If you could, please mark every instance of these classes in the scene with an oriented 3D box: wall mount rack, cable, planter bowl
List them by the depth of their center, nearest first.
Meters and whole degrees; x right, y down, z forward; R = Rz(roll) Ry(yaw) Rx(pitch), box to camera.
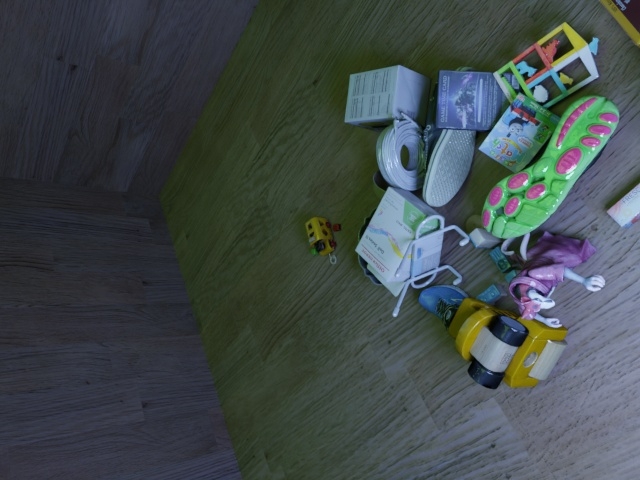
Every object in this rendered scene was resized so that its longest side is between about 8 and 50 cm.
[{"bbox_3d":[0.348,0.094,1.652,0.130,0.304,0.350,54,159,42],"label":"wall mount rack"},{"bbox_3d":[0.318,-0.316,1.824,0.089,0.257,0.257,4,74,54],"label":"cable"},{"bbox_3d":[0.281,-0.199,1.949,0.162,0.162,0.109,57,153,35],"label":"planter bowl"}]

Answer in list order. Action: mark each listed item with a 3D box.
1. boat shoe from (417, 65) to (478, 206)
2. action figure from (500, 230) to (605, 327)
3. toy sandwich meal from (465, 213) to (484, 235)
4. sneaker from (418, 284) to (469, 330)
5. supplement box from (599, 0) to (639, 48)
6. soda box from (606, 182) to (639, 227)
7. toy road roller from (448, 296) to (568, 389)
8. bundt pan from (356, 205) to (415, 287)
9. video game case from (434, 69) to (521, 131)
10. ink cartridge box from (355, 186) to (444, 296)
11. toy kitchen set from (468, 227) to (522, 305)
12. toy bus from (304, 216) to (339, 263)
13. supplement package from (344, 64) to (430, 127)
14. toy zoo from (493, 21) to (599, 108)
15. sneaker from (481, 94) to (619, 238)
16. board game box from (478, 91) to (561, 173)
[{"bbox_3d":[0.445,-0.366,1.749,0.156,0.186,0.501,12,90,54],"label":"boat shoe"},{"bbox_3d":[0.613,0.083,1.361,0.275,0.370,0.248,41,133,20],"label":"action figure"},{"bbox_3d":[0.547,-0.050,1.712,0.085,0.029,0.086,-14,71,47],"label":"toy sandwich meal"},{"bbox_3d":[0.465,0.239,1.688,0.330,0.147,0.130,21,102,49],"label":"sneaker"},{"bbox_3d":[0.895,-0.630,1.288,0.194,0.129,0.191,-41,58,38],"label":"supplement box"},{"bbox_3d":[0.875,-0.116,1.318,0.183,0.058,0.063,-53,50,32],"label":"soda box"},{"bbox_3d":[0.545,0.291,1.474,0.240,0.329,0.203,47,120,54],"label":"toy road roller"},{"bbox_3d":[0.299,0.020,1.915,0.330,0.124,0.331,-5,84,48],"label":"bundt pan"},{"bbox_3d":[0.527,-0.465,1.634,0.274,0.026,0.196,4,89,4],"label":"video game case"},{"bbox_3d":[0.264,0.011,1.772,0.207,0.119,0.354,46,120,40],"label":"ink cartridge box"},{"bbox_3d":[0.546,0.092,1.626,0.166,0.122,0.207,-48,53,35],"label":"toy kitchen set"},{"bbox_3d":[-0.006,-0.008,2.281,0.202,0.104,0.191,27,107,47],"label":"toy bus"},{"bbox_3d":[0.265,-0.557,1.949,0.262,0.199,0.198,10,95,49],"label":"supplement package"},{"bbox_3d":[0.711,-0.526,1.509,0.293,0.030,0.192,-33,86,41],"label":"toy zoo"},{"bbox_3d":[0.680,-0.187,1.434,0.483,0.202,0.185,-50,61,23],"label":"sneaker"},{"bbox_3d":[0.640,-0.341,1.571,0.160,0.039,0.212,37,119,12],"label":"board game box"}]
